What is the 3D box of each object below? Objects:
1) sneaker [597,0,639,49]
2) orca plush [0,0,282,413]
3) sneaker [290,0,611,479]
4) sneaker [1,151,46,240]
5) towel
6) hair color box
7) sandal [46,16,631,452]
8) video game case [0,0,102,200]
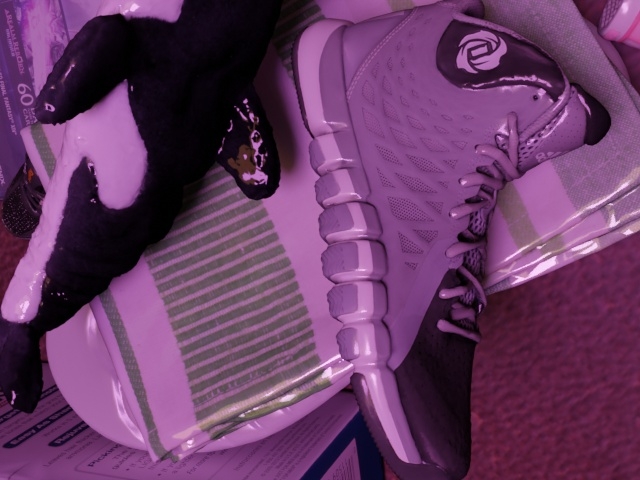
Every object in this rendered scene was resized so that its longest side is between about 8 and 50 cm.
[{"bbox_3d":[0.202,-0.155,0.392,0.070,0.051,0.134,23,105,2],"label":"sneaker"},{"bbox_3d":[-0.073,-0.038,0.381,0.102,0.151,0.287,28,93,-2],"label":"orca plush"},{"bbox_3d":[0.069,-0.012,0.344,0.132,0.086,0.229,-15,77,14],"label":"sneaker"},{"bbox_3d":[-0.192,-0.054,0.569,0.178,0.077,0.072,-36,87,32],"label":"sneaker"},{"bbox_3d":[-0.006,-0.049,0.436,0.324,0.038,0.248,-31,75,14],"label":"towel"},{"bbox_3d":[-0.144,0.182,0.583,0.347,0.174,0.105,0,105,27],"label":"hair color box"},{"bbox_3d":[0.006,0.014,0.502,0.416,0.102,0.169,-29,76,16],"label":"sandal"},{"bbox_3d":[-0.171,-0.136,0.592,0.274,0.026,0.196,-3,104,29],"label":"video game case"}]
